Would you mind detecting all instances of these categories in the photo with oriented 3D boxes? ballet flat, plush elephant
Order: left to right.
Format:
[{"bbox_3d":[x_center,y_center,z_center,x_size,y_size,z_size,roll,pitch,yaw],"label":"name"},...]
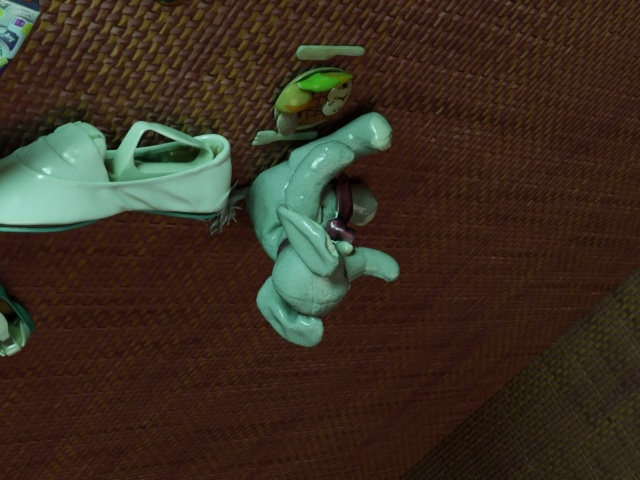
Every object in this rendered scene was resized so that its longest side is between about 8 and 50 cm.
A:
[{"bbox_3d":[-0.477,0.123,1.607,0.083,0.087,0.247,-26,152,-8],"label":"ballet flat"},{"bbox_3d":[-0.276,-0.096,1.422,0.400,0.139,0.139,-5,143,-45],"label":"ballet flat"},{"bbox_3d":[0.000,0.000,1.660,0.330,0.255,0.272,-16,152,-22],"label":"plush elephant"}]

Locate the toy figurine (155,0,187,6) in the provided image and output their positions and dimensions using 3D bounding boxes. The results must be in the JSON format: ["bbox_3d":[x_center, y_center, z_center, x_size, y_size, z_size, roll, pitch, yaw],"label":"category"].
[{"bbox_3d":[-0.125,-0.343,1.045,0.148,0.213,0.209,-20,157,-42],"label":"toy figurine"}]

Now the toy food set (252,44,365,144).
[{"bbox_3d":[-0.011,-0.196,1.568,0.132,0.038,0.192,-8,145,-34],"label":"toy food set"}]

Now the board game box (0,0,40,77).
[{"bbox_3d":[-0.468,-0.214,1.026,0.347,0.056,0.208,17,132,-36],"label":"board game box"}]
